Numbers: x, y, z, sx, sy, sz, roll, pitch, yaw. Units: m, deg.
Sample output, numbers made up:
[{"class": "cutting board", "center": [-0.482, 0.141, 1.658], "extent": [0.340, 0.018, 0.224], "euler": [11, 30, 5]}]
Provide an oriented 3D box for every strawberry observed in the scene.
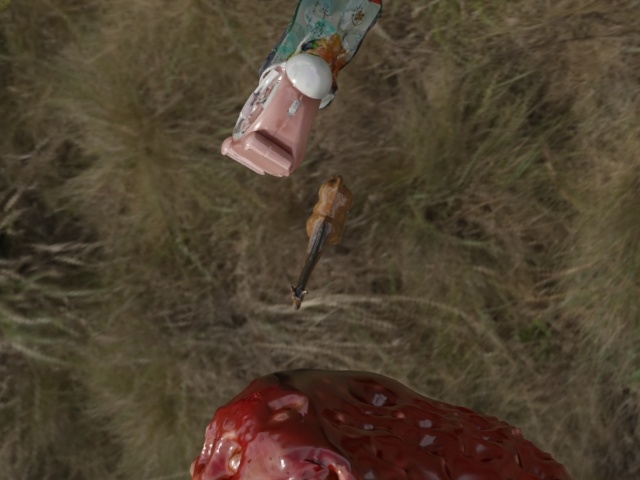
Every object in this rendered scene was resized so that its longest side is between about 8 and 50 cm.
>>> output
[{"class": "strawberry", "center": [0.034, 0.227, 0.764], "extent": [0.295, 0.345, 0.317], "euler": [-34, 48, 17]}]

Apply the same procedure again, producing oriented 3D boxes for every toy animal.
[{"class": "toy animal", "center": [0.000, 0.000, 1.883], "extent": [0.066, 0.229, 0.224], "euler": [18, 97, 5]}]

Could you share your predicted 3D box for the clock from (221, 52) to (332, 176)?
[{"class": "clock", "center": [-0.047, -0.170, 1.483], "extent": [0.092, 0.166, 0.162], "euler": [28, 82, -18]}]

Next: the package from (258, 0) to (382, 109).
[{"class": "package", "center": [0.004, -0.336, 1.851], "extent": [0.040, 0.166, 0.232], "euler": [33, 93, 49]}]

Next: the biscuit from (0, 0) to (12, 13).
[{"class": "biscuit", "center": [-0.356, -0.302, 1.121], "extent": [0.036, 0.187, 0.274], "euler": [30, 96, 23]}]
